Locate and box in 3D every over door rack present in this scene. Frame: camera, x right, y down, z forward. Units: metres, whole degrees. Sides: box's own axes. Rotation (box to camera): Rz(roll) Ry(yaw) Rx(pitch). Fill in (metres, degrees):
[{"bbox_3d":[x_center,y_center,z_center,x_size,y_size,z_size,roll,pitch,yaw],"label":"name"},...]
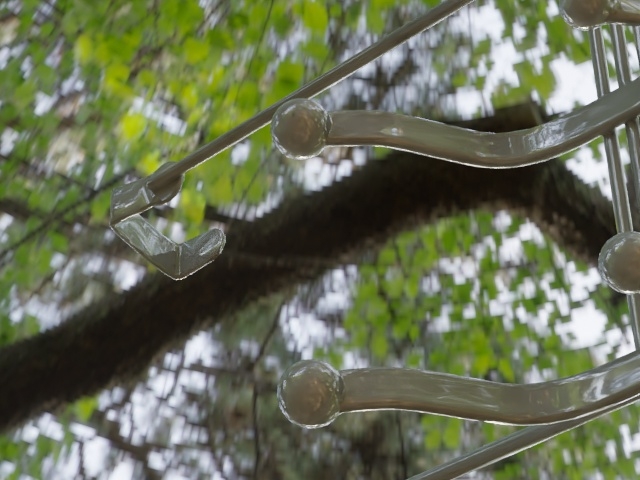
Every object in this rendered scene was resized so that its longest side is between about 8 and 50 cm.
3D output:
[{"bbox_3d":[0.000,0.000,0.700,0.108,0.240,0.324,26,-46,-29],"label":"over door rack"}]
